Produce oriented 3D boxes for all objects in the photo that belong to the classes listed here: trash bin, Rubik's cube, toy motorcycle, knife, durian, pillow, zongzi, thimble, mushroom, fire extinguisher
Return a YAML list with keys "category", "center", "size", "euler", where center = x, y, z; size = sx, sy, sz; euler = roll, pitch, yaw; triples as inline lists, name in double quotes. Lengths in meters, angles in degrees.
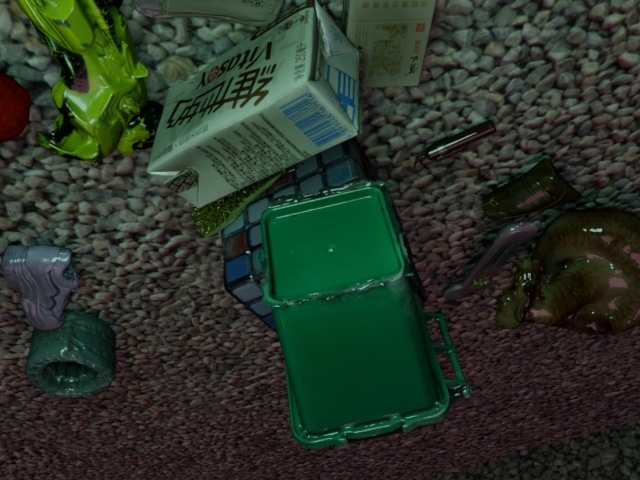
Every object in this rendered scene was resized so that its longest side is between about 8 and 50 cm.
- category: "trash bin"
  center: [0.061, 0.118, 0.935]
  size: [0.295, 0.259, 0.381]
  euler: [-13, 137, 2]
- category: "Rubik's cube"
  center: [0.000, 0.000, 1.195]
  size: [0.293, 0.292, 0.287]
  euler: [-23, 139, 16]
- category: "toy motorcycle"
  center: [-0.355, -0.245, 0.938]
  size: [0.206, 0.142, 0.342]
  euler: [-44, 151, -26]
- category: "knife"
  center: [0.416, 0.062, 1.519]
  size: [0.132, 0.038, 0.398]
  euler: [-7, 151, -14]
- category: "durian"
  center: [-0.155, -0.116, 1.108]
  size: [0.221, 0.137, 0.095]
  euler: [-36, 148, -11]
- category: "pillow"
  center: [-0.161, -0.373, 0.904]
  size: [0.233, 0.038, 0.130]
  euler: [1, 142, -17]
- category: "zongzi"
  center: [0.463, -0.085, 1.373]
  size: [0.187, 0.084, 0.184]
  euler: [-30, 148, 32]
- category: "thimble"
  center: [-0.604, 0.275, 1.510]
  size: [0.198, 0.143, 0.235]
  euler: [-4, 141, -9]
- category: "mushroom"
  center: [0.621, 0.083, 1.425]
  size: [0.334, 0.356, 0.331]
  euler: [24, 111, 18]
- category: "fire extinguisher"
  center: [0.265, -0.189, 1.234]
  size: [0.173, 0.035, 0.049]
  euler: [-23, 178, 14]

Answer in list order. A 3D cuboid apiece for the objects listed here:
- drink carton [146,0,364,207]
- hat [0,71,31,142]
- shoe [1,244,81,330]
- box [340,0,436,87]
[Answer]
- category: "drink carton"
  center: [-0.102, -0.205, 0.956]
  size: [0.325, 0.194, 0.132]
  euler: [-21, 138, 30]
- category: "hat"
  center: [-0.592, -0.143, 0.930]
  size: [0.332, 0.242, 0.274]
  euler: [-20, 138, 6]
- category: "shoe"
  center: [-0.581, 0.100, 1.342]
  size: [0.138, 0.095, 0.245]
  euler: [-5, 134, -3]
- category: "box"
  center: [0.103, -0.342, 0.987]
  size: [0.141, 0.058, 0.201]
  euler: [-5, 140, -7]
